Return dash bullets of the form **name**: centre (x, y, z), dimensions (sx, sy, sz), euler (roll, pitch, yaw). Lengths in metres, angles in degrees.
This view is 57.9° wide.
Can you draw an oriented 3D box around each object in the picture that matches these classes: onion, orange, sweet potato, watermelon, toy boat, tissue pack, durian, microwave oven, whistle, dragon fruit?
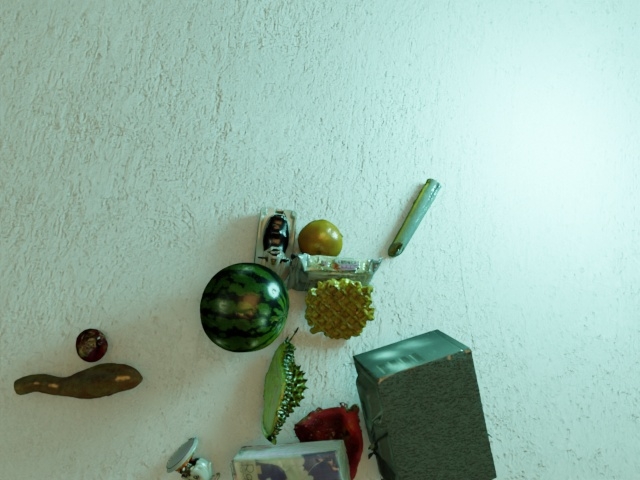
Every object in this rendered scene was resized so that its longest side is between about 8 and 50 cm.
- **onion**: centre (-0.712, 0.326, 1.804), dimensions (0.107, 0.097, 0.107), euler (0, 91, 28)
- **orange**: centre (0.000, 0.000, 1.961), dimensions (0.155, 0.154, 0.134), euler (15, 37, -6)
- **sweet potato**: centre (-0.731, 0.436, 1.773), dimensions (0.385, 0.109, 0.109), euler (-6, 80, 2)
- **watermelon**: centre (-0.235, 0.211, 1.801), dimensions (0.285, 0.285, 0.285), euler (2, 79, -9)
- **toy boat**: centre (-0.150, 0.015, 1.938), dimensions (0.141, 0.141, 0.269), euler (8, 65, -8)
- **tissue pack**: centre (-0.081, 0.735, 1.730), dimensions (0.344, 0.125, 0.242), euler (-9, 96, 15)
- **durian**: centre (-0.116, 0.465, 1.856), dimensions (0.132, 0.106, 0.375), euler (-7, 58, 28)
- **microwave oven**: centre (0.310, 0.546, 1.796), dimensions (0.374, 0.236, 0.432), euler (-16, 99, -11)
- **whistle**: centre (0.335, -0.079, 2.069), dimensions (0.057, 0.068, 0.326), euler (35, 74, -11)
- **dragon fruit**: centre (0.045, 0.613, 1.861), dimensions (0.211, 0.134, 0.262), euler (-39, 103, -26)

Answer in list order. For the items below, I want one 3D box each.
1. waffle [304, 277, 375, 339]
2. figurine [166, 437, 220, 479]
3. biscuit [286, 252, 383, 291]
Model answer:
- **waffle**: centre (0.065, 0.230, 1.906), dimensions (0.243, 0.058, 0.237), euler (3, 116, -7)
- **figurine**: centre (-0.377, 0.701, 1.778), dimensions (0.132, 0.132, 0.153), euler (-45, 101, -15)
- **biscuit**: centre (0.044, 0.113, 1.928), dimensions (0.309, 0.186, 0.079), euler (4, 48, -8)
